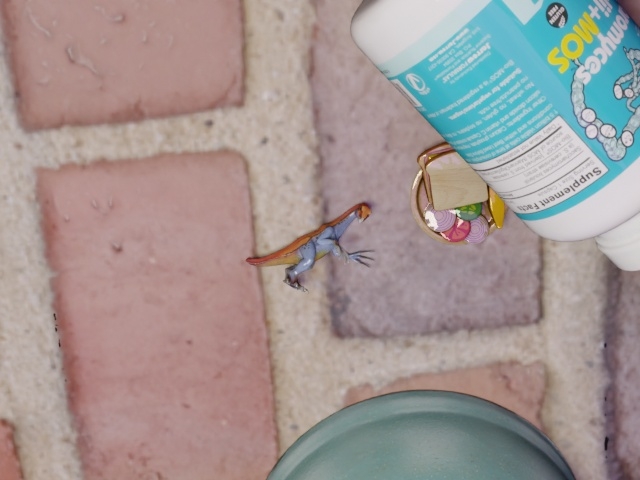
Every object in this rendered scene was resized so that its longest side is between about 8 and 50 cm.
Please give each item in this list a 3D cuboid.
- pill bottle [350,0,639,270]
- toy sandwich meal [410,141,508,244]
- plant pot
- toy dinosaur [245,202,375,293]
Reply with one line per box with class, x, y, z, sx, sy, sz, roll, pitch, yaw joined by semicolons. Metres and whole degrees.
pill bottle;0.156;-0.100;0.701;0.146;0.146;0.264;-44;104;9
toy sandwich meal;0.107;-0.034;0.777;0.085;0.029;0.086;-1;106;-2
plant pot;0.086;0.289;0.783;0.293;0.196;0.293;0;106;-2
toy dinosaur;0.000;0.000;0.779;0.090;0.047;0.082;27;85;1
